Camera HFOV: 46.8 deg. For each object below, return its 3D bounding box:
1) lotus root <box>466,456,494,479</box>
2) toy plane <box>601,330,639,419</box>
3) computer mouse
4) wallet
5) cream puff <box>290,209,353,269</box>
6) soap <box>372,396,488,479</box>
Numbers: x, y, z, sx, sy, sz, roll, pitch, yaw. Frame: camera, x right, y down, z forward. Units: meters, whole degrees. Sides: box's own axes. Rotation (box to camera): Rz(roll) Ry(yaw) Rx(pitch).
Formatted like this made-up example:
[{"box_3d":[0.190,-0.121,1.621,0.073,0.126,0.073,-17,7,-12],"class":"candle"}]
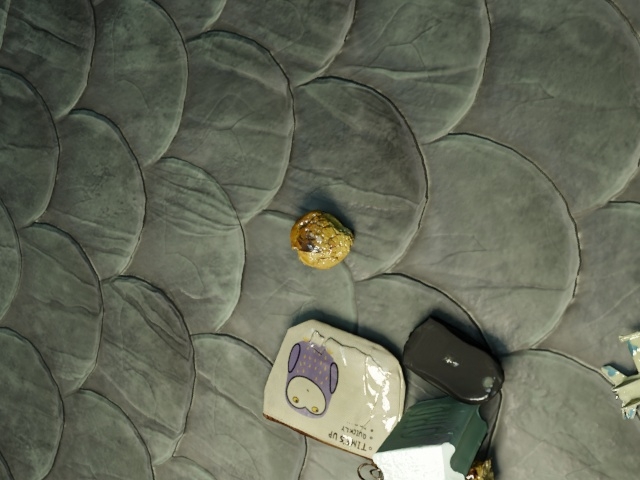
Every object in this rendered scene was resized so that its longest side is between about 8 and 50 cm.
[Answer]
[{"box_3d":[0.200,0.505,1.406,0.314,0.169,0.141,-26,45,28],"class":"lotus root"},{"box_3d":[0.610,0.231,1.246,0.262,0.088,0.192,-27,81,38],"class":"toy plane"},{"box_3d":[0.257,0.235,1.422,0.217,0.073,0.122,32,85,34],"class":"computer mouse"},{"box_3d":[0.031,0.320,1.536,0.335,0.068,0.274,18,100,25],"class":"wallet"},{"box_3d":[0.000,0.000,1.532,0.133,0.104,0.119,20,92,23],"class":"cream puff"},{"box_3d":[0.208,0.366,1.354,0.150,0.261,0.094,-9,96,24],"class":"soap"}]
